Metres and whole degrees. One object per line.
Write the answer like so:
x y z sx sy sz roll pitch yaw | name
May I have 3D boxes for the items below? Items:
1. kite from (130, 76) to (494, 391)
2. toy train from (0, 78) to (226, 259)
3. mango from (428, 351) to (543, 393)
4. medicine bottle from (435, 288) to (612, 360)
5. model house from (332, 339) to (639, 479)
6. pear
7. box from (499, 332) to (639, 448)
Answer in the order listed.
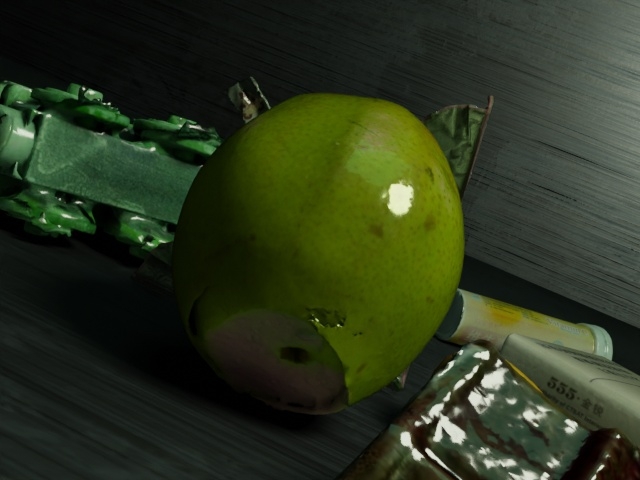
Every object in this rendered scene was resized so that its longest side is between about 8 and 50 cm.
0.000 0.000 0.791 0.267 0.323 0.013 65 18 -7 | kite
-0.205 -0.064 0.932 0.243 0.132 0.188 17 0 -36 | toy train
0.121 0.127 0.697 0.101 0.066 0.187 29 10 -12 | mango
0.234 0.110 1.212 0.218 0.074 0.074 17 8 -25 | medicine bottle
0.080 0.131 0.443 0.152 0.106 0.165 36 46 17 | model house
0.003 -0.008 0.673 0.187 0.219 0.187 18 -35 13 | pear
0.280 0.167 0.863 0.168 0.071 0.259 17 8 -42 | box
